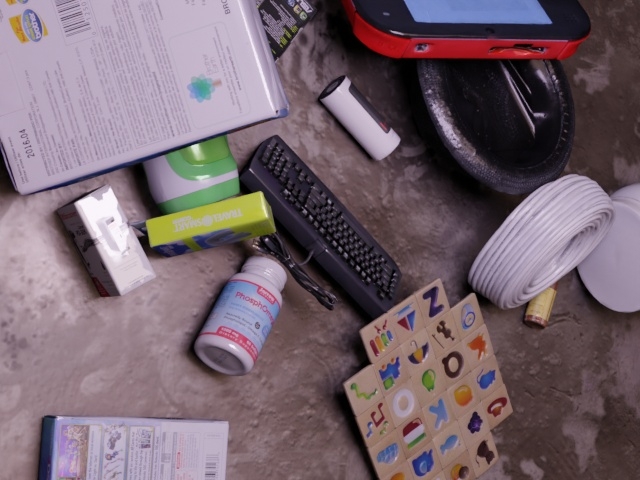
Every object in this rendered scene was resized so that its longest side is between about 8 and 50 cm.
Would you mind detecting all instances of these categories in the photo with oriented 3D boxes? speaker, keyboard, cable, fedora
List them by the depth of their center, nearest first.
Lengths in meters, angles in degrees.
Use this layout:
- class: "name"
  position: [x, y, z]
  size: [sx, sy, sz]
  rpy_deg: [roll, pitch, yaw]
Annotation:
- class: "speaker"
  position: [-0.207, -0.187, 1.440]
  size: [0.131, 0.131, 0.297]
  rpy_deg: [-22, 96, -31]
- class: "keyboard"
  position: [0.000, 0.000, 1.562]
  size: [0.317, 0.033, 0.201]
  rpy_deg: [46, 43, -19]
- class: "speaker"
  position: [0.062, -0.187, 1.643]
  size: [0.136, 0.055, 0.055]
  rpy_deg: [47, 64, -18]
- class: "cable"
  position: [0.354, 0.006, 1.696]
  size: [0.257, 0.257, 0.089]
  rpy_deg: [-47, 68, 10]
- class: "fedora"
  position: [0.249, -0.218, 1.697]
  size: [0.334, 0.152, 0.334]
  rpy_deg: [9, 72, -28]

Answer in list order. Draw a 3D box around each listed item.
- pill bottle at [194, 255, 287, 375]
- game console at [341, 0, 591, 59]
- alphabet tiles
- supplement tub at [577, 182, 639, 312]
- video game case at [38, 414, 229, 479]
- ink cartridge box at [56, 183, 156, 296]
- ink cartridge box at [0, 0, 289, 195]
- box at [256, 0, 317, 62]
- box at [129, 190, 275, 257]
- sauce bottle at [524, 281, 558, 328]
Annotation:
- class: "pill bottle"
  position: [-0.106, 0.103, 1.486]
  size: [0.087, 0.087, 0.160]
  rpy_deg: [40, 54, -22]
- class: "game console"
  position: [0.194, -0.406, 1.618]
  size: [0.386, 0.060, 0.342]
  rpy_deg: [-3, 54, -22]
- class: "alphabet tiles"
  position: [0.175, 0.246, 1.656]
  size: [0.285, 0.011, 0.343]
  rpy_deg: [-32, 112, -30]
- class: "supplement tub"
  position: [0.624, -0.003, 1.861]
  size: [0.316, 0.228, 0.228]
  rpy_deg: [-13, 92, -32]
- class: "video game case"
  position: [-0.249, 0.367, 1.395]
  size: [0.244, 0.061, 0.270]
  rpy_deg: [8, 81, -32]
- class: "ink cartridge box"
  position: [-0.282, 0.002, 1.391]
  size: [0.056, 0.099, 0.135]
  rpy_deg: [-30, 100, -26]
- class: "ink cartridge box"
  position: [-0.267, -0.222, 1.300]
  size: [0.395, 0.151, 0.270]
  rpy_deg: [-17, 94, 5]
- class: "box"
  position: [-0.122, -0.340, 1.555]
  size: [0.190, 0.045, 0.184]
  rpy_deg: [44, 67, -21]
- class: "box"
  position: [-0.154, -0.018, 1.419]
  size: [0.178, 0.109, 0.042]
  rpy_deg: [-14, 80, 1]
- class: "sauce bottle"
  position: [0.382, 0.086, 1.816]
  size: [0.042, 0.042, 0.128]
  rpy_deg: [31, 69, -25]
